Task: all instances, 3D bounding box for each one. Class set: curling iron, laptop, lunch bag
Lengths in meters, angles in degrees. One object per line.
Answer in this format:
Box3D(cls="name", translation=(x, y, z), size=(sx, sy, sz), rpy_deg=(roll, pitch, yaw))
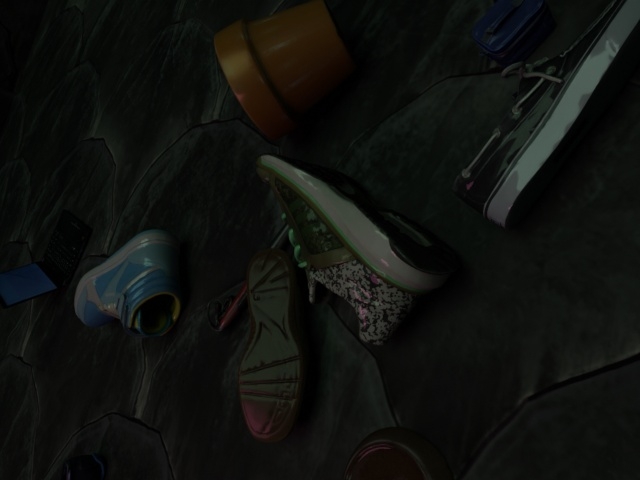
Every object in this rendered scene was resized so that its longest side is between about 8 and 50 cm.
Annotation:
Box3D(cls="curling iron", translation=(-0.118, 0.053, 0.925), size=(0.274, 0.035, 0.068), rpy_deg=(-52, 47, 14))
Box3D(cls="laptop", translation=(-0.790, 0.041, 1.470), size=(0.234, 0.136, 0.265), rpy_deg=(23, 90, 44))
Box3D(cls="lunch bag", translation=(0.252, -0.283, 0.700), size=(0.098, 0.065, 0.067), rpy_deg=(-47, 48, 17))

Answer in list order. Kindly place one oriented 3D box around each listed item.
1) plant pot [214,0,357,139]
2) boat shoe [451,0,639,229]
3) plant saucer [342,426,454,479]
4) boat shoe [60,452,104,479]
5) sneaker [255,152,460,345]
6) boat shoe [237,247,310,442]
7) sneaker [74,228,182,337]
Box3D(cls="plant pot", translation=(-0.047, -0.309, 0.906), size=(0.187, 0.205, 0.205), rpy_deg=(-26, 57, 15))
Box3D(cls="boat shoe", translation=(0.266, -0.165, 0.610), size=(0.105, 0.113, 0.307), rpy_deg=(40, 112, 29))
Box3D(cls="plant saucer", translation=(0.086, 0.317, 0.643), size=(0.168, 0.029, 0.169), rpy_deg=(-16, 64, 37))
Box3D(cls="boat shoe", translation=(-0.529, 0.555, 1.064), size=(0.108, 0.089, 0.259), rpy_deg=(7, 79, 44))
Box3D(cls="sneaker", translation=(0.000, 0.000, 0.773), size=(0.410, 0.157, 0.182), rpy_deg=(42, 112, 46))
Box3D(cls="boat shoe", translation=(-0.061, 0.158, 0.811), size=(0.104, 0.089, 0.286), rpy_deg=(-2, 73, 15))
Box3D(cls="sneaker", translation=(-0.406, 0.140, 1.092), size=(0.319, 0.127, 0.208), rpy_deg=(-40, 50, 25))
